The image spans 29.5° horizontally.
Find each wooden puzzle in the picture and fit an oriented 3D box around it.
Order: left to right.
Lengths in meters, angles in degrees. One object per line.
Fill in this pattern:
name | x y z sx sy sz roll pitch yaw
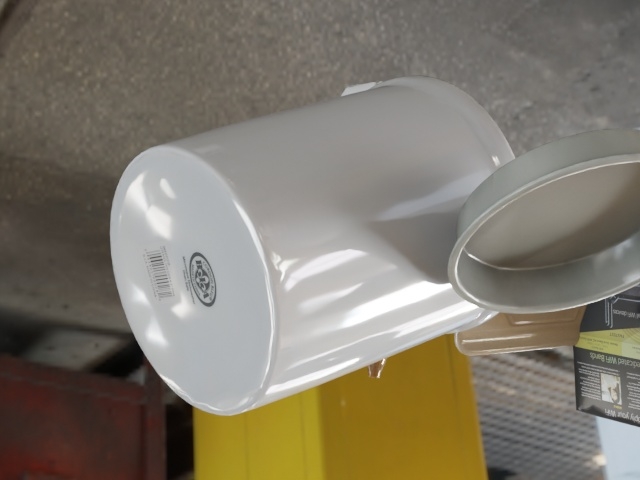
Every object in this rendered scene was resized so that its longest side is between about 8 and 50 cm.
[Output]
wooden puzzle | 0.292 0.036 1.653 0.221 0.044 0.239 -2 114 -31

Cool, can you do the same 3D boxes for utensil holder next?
utensil holder | 0.000 0.000 1.413 0.385 0.328 0.327 -18 164 -40

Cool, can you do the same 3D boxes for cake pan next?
cake pan | 0.271 -0.019 1.288 0.293 0.054 0.293 -10 148 -6

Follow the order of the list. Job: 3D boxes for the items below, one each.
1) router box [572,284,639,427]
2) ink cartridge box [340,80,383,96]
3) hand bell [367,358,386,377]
router box | 0.499 0.151 1.753 0.081 0.243 0.309 -9 -170 -33
ink cartridge box | 0.128 -0.112 2.228 0.306 0.226 0.131 39 164 -22
hand bell | 0.105 0.113 2.066 0.126 0.242 0.126 5 -176 0
